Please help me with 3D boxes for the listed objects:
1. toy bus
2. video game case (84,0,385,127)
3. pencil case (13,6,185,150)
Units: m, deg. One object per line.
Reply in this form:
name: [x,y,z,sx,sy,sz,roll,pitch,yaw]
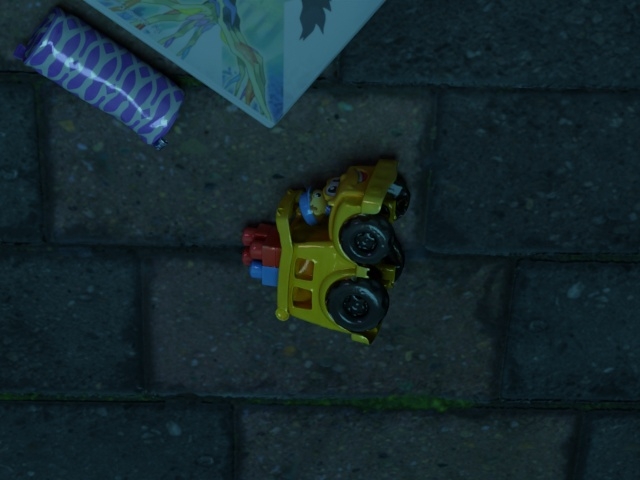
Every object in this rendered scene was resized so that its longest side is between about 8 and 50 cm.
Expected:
toy bus: [0.000,0.000,2.003,0.211,0.149,0.220,11,120,10]
video game case: [-0.096,-0.327,1.842,0.329,0.036,0.300,33,116,-21]
pencil case: [-0.261,-0.197,1.897,0.206,0.086,0.088,35,142,-20]
